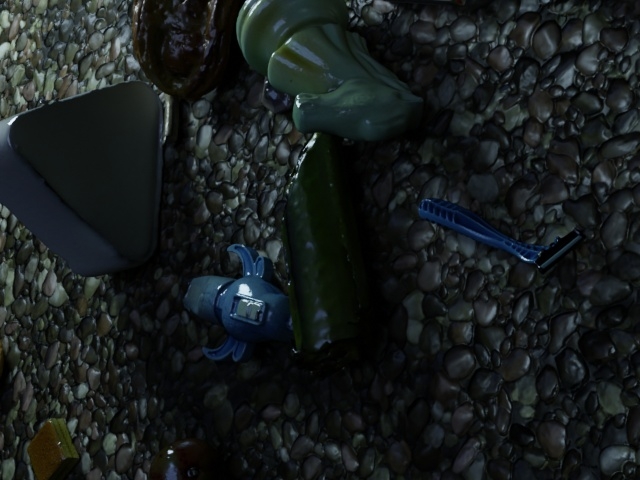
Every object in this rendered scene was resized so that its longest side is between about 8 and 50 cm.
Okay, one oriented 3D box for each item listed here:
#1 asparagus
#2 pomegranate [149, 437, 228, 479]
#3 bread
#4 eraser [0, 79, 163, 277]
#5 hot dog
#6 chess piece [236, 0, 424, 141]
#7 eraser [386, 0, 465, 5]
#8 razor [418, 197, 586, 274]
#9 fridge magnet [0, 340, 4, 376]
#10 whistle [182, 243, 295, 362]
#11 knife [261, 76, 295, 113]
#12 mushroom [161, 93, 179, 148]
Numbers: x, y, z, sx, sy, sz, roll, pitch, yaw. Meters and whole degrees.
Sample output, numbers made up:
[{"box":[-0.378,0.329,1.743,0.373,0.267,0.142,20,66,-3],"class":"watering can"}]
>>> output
[{"box":[0.000,0.000,1.825,0.128,0.108,0.382,-32,56,41],"class":"asparagus"},{"box":[-0.200,0.355,1.910,0.130,0.130,0.130,-14,69,41],"class":"pomegranate"},{"box":[-0.462,0.368,2.221,0.090,0.035,0.094,-50,49,23],"class":"bread"},{"box":[-0.389,-0.089,2.154,0.150,0.331,0.331,-16,68,42],"class":"eraser"},{"box":[-0.218,-0.364,2.113,0.175,0.114,0.259,3,77,6],"class":"hot dog"},{"box":[0.010,-0.238,1.834,0.176,0.176,0.298,-52,51,21],"class":"chess piece"},{"box":[0.165,-0.450,1.835,0.157,0.038,0.230,14,90,46],"class":"eraser"},{"box":[0.219,-0.009,1.657,0.082,0.042,0.253,-38,38,-25],"class":"razor"},{"box":[-0.644,0.232,2.417,0.143,0.063,0.143,-11,72,39],"class":"fridge magnet"},{"box":[-0.116,0.100,1.929,0.269,0.093,0.180,14,90,52],"class":"whistle"},{"box":[-0.043,-0.376,2.015,0.089,0.043,0.365,4,82,46],"class":"knife"},{"box":[-0.253,-0.245,2.177,0.061,0.060,0.187,-17,72,35],"class":"mushroom"}]
